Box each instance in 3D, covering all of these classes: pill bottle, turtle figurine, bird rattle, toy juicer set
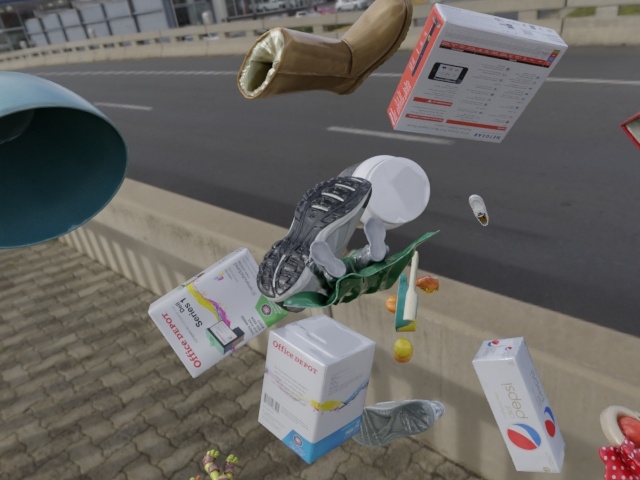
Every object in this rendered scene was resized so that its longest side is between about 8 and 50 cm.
[{"bbox_3d":[0.165,-0.135,1.388,0.210,0.210,0.363,-14,5,-9],"label":"pill bottle"},{"bbox_3d":[-0.273,0.723,1.407,0.269,0.087,0.217,14,7,-20],"label":"turtle figurine"},{"bbox_3d":[0.770,0.509,1.173,0.253,0.143,0.207,7,38,-15],"label":"bird rattle"},{"bbox_3d":[0.218,0.208,1.308,0.089,0.329,0.209,6,48,13],"label":"toy juicer set"}]

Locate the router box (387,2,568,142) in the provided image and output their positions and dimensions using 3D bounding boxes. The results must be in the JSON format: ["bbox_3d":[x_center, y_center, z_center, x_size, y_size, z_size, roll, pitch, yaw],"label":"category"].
[{"bbox_3d":[0.379,-0.401,1.197,0.335,0.301,0.082,3,51,-17],"label":"router box"}]

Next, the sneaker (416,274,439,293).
[{"bbox_3d":[0.404,0.168,1.799,0.064,0.067,0.175,-21,-19,39],"label":"sneaker"}]

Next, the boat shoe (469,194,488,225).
[{"bbox_3d":[0.427,-0.079,1.277,0.035,0.100,0.035,-19,37,23],"label":"boat shoe"}]

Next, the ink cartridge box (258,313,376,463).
[{"bbox_3d":[-0.011,0.361,1.210,0.198,0.270,0.197,23,22,39],"label":"ink cartridge box"}]

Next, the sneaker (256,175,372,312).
[{"bbox_3d":[0.000,0.000,0.803,0.100,0.108,0.271,23,68,36],"label":"sneaker"}]

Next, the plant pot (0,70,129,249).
[{"bbox_3d":[-0.498,-0.155,0.774,0.290,0.290,0.195,-30,67,-35],"label":"plant pot"}]

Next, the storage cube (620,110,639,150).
[{"bbox_3d":[0.622,-0.179,0.708,0.193,0.215,0.183,-36,-8,13],"label":"storage cube"}]

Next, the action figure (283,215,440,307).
[{"bbox_3d":[0.033,0.034,0.489,0.137,0.063,0.232,-21,-12,-2],"label":"action figure"}]

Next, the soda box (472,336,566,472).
[{"bbox_3d":[0.331,0.272,0.788,0.074,0.216,0.069,-18,11,39],"label":"soda box"}]

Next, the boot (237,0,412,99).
[{"bbox_3d":[0.017,-0.334,0.816,0.269,0.236,0.089,-20,66,-49],"label":"boot"}]

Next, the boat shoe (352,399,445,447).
[{"bbox_3d":[0.219,0.541,1.432,0.320,0.118,0.103,-31,-25,35],"label":"boat shoe"}]

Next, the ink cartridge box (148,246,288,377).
[{"bbox_3d":[-0.255,0.174,1.192,0.278,0.201,0.117,-33,10,-13],"label":"ink cartridge box"}]
